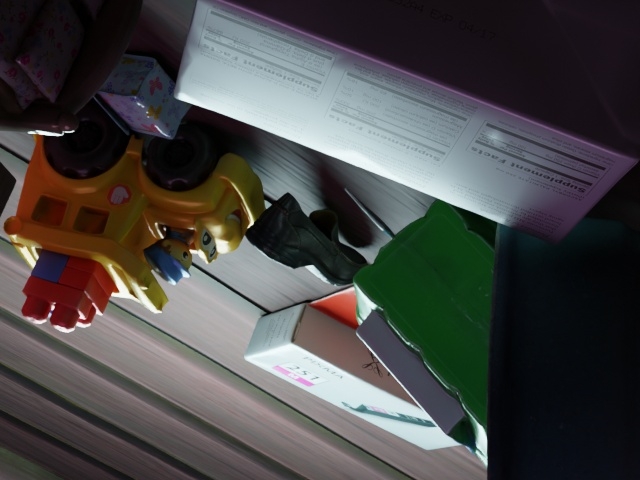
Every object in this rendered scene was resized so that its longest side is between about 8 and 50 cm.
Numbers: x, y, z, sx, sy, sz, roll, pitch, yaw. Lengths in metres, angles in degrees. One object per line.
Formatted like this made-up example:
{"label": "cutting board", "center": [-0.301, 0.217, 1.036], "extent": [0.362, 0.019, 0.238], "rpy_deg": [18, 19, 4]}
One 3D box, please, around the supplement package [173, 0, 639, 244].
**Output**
{"label": "supplement package", "center": [0.072, -0.152, 1.028], "extent": [0.262, 0.204, 0.145], "rpy_deg": [21, 157, -4]}

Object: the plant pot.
{"label": "plant pot", "center": [0.288, 0.138, 1.131], "extent": [0.334, 0.341, 0.341], "rpy_deg": [-1, 154, 10]}

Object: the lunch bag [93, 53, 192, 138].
{"label": "lunch bag", "center": [-0.168, -0.128, 1.497], "extent": [0.083, 0.053, 0.071], "rpy_deg": [16, 158, 35]}

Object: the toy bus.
{"label": "toy bus", "center": [-0.186, -0.002, 1.599], "extent": [0.220, 0.211, 0.149], "rpy_deg": [12, 155, 16]}

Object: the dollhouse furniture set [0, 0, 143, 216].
{"label": "dollhouse furniture set", "center": [-0.133, -0.213, 0.859], "extent": [0.174, 0.355, 0.303], "rpy_deg": [7, 154, 27]}

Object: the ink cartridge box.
{"label": "ink cartridge box", "center": [0.085, 0.152, 1.936], "extent": [0.275, 0.060, 0.239], "rpy_deg": [28, 158, -20]}

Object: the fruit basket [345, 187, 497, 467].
{"label": "fruit basket", "center": [0.164, 0.122, 1.539], "extent": [0.327, 0.165, 0.353], "rpy_deg": [48, 175, 27]}

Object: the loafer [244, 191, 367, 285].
{"label": "loafer", "center": [0.000, 0.000, 1.646], "extent": [0.062, 0.061, 0.170], "rpy_deg": [41, -168, 32]}
